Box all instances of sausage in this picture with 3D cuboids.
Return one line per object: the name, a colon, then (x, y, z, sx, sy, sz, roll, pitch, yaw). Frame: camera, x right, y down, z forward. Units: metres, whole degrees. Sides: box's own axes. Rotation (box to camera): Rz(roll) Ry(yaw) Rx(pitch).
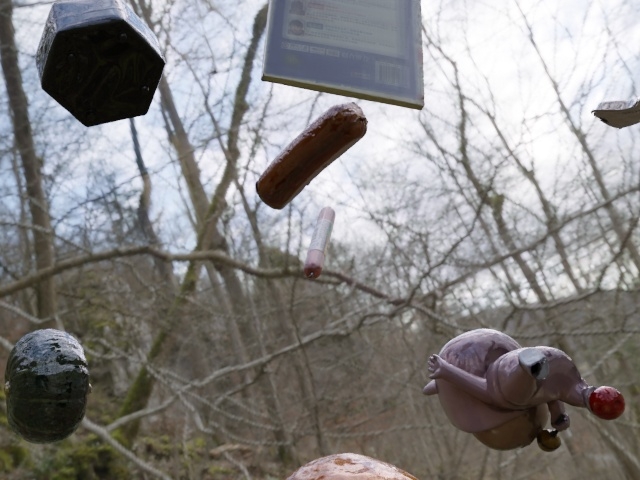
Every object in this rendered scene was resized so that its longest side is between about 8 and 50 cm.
sausage: (-0.032, -0.183, 1.607, 0.330, 0.102, 0.102, -40, -24, 32)
sausage: (0.000, 0.000, 1.176, 0.029, 0.029, 0.223, -32, 20, 24)

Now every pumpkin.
pumpkin: (-0.494, 0.268, 1.341, 0.152, 0.212, 0.212, 0, -26, -21)

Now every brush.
brush: (0.423, -0.156, 0.955, 0.327, 0.070, 0.065, -91, 27, -83)

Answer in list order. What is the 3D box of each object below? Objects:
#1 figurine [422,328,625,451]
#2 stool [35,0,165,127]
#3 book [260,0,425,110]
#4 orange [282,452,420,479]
figurine: (0.260, 0.212, 1.010, 0.176, 0.186, 0.287, -15, -5, -27)
stool: (-0.414, -0.335, 1.385, 0.232, 0.141, 0.232, -13, -47, -14)
book: (0.038, -0.331, 1.060, 0.228, 0.323, 0.018, 9, -31, -9)
orange: (0.044, 0.370, 0.783, 0.226, 0.284, 0.284, -3, -26, -28)
